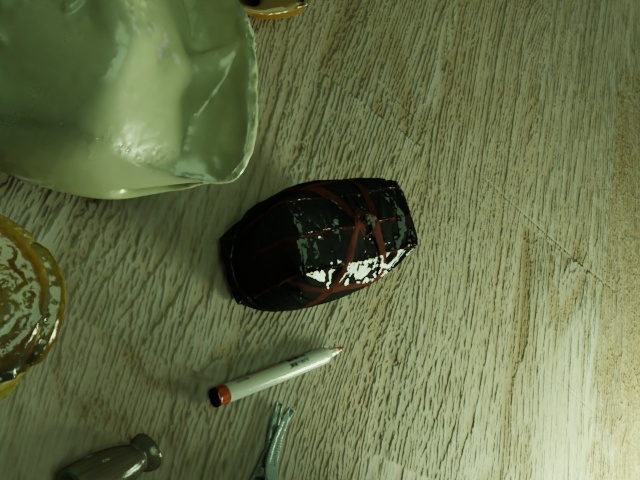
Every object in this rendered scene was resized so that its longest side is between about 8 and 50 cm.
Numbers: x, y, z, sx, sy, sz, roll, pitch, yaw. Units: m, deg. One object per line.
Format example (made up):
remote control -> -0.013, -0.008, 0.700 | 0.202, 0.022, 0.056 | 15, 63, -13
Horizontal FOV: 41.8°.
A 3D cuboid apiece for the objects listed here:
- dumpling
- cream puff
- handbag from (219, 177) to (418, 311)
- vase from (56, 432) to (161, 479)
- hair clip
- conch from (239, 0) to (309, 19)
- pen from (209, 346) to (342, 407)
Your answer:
dumpling -> -0.251, -0.205, 0.859 | 0.395, 0.233, 0.315 | 10, 72, -7
cream puff -> -0.329, 0.065, 0.777 | 0.189, 0.129, 0.188 | 5, 78, -26
handbag -> 0.000, 0.000, 1.056 | 0.215, 0.169, 0.155 | -14, 86, -42
vase -> -0.218, 0.241, 0.874 | 0.101, 0.053, 0.053 | -22, 92, -46
hair clip -> -0.054, 0.254, 1.023 | 0.030, 0.039, 0.115 | 37, 53, -33
conch -> -0.088, -0.356, 1.154 | 0.331, 0.093, 0.109 | -22, 110, -23
pen -> -0.048, 0.166, 1.061 | 0.218, 0.026, 0.026 | -14, 87, -42
